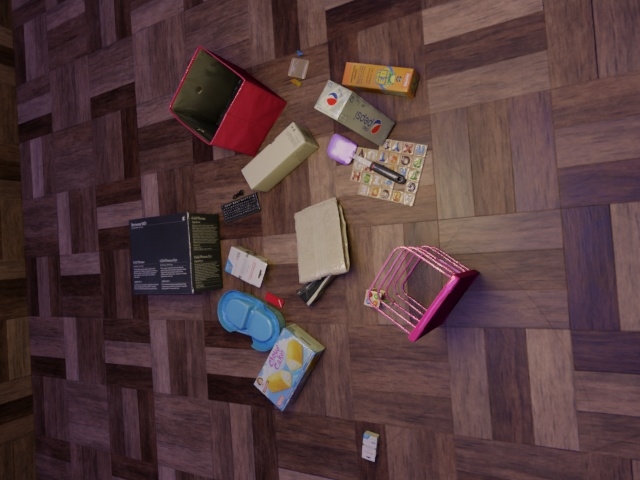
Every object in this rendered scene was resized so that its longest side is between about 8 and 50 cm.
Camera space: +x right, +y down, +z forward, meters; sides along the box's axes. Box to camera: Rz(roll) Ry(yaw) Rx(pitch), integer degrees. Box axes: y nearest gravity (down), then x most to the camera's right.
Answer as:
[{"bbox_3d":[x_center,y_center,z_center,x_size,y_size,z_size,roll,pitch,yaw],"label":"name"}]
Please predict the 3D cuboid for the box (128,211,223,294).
[{"bbox_3d":[-0.593,0.055,1.688,0.344,0.179,0.312,-4,90,27],"label":"box"}]

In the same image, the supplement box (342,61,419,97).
[{"bbox_3d":[0.192,-0.519,1.327,0.234,0.080,0.078,17,100,24],"label":"supplement box"}]

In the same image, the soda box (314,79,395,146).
[{"bbox_3d":[0.111,-0.378,1.249,0.098,0.286,0.091,38,107,30],"label":"soda box"}]

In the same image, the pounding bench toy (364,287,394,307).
[{"bbox_3d":[0.193,0.192,1.343,0.083,0.065,0.052,13,97,26],"label":"pounding bench toy"}]

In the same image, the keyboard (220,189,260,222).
[{"bbox_3d":[-0.321,-0.143,1.632,0.180,0.023,0.108,-16,83,26],"label":"keyboard"}]

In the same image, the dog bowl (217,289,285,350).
[{"bbox_3d":[-0.260,0.299,1.577,0.297,0.074,0.165,25,102,24],"label":"dog bowl"}]

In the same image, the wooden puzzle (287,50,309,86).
[{"bbox_3d":[-0.079,-0.628,1.504,0.079,0.014,0.116,28,103,20],"label":"wooden puzzle"}]

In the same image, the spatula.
[{"bbox_3d":[0.151,-0.259,1.368,0.297,0.030,0.084,33,106,23],"label":"spatula"}]

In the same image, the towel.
[{"bbox_3d":[0.000,0.000,1.410,0.187,0.049,0.282,-19,62,28],"label":"towel"}]

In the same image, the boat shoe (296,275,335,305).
[{"bbox_3d":[0.003,0.125,1.431,0.079,0.084,0.233,45,112,15],"label":"boat shoe"}]

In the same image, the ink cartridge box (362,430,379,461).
[{"bbox_3d":[0.168,0.691,1.383,0.048,0.028,0.083,7,94,28],"label":"ink cartridge box"}]

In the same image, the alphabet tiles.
[{"bbox_3d":[0.216,-0.234,1.357,0.237,0.009,0.198,16,98,26],"label":"alphabet tiles"}]

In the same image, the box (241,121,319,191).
[{"bbox_3d":[-0.148,-0.295,1.490,0.275,0.113,0.094,-36,74,22],"label":"box"}]

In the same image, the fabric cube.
[{"bbox_3d":[-0.335,-0.493,1.502,0.254,0.258,0.259,41,108,20],"label":"fabric cube"}]

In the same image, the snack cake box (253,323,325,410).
[{"bbox_3d":[-0.115,0.457,1.495,0.152,0.089,0.264,33,105,22],"label":"snack cake box"}]

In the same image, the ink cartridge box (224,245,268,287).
[{"bbox_3d":[-0.273,0.101,1.587,0.180,0.060,0.104,23,100,26],"label":"ink cartridge box"}]

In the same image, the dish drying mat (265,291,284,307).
[{"bbox_3d":[-0.176,0.228,1.568,0.083,0.008,0.032,24,102,25],"label":"dish drying mat"}]

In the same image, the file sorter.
[{"bbox_3d":[0.291,0.128,1.168,0.182,0.291,0.202,38,107,25],"label":"file sorter"}]
